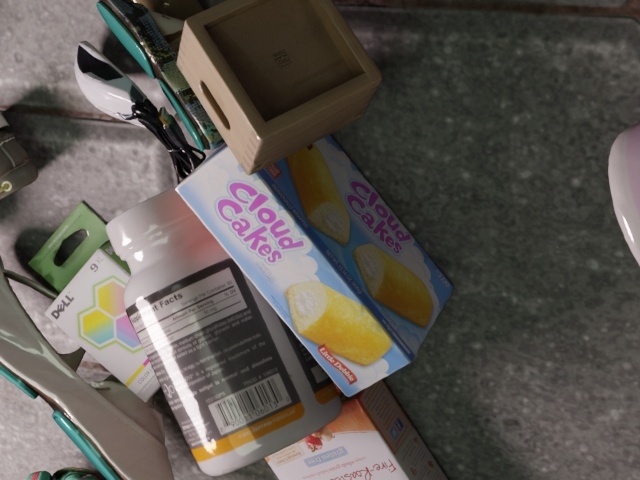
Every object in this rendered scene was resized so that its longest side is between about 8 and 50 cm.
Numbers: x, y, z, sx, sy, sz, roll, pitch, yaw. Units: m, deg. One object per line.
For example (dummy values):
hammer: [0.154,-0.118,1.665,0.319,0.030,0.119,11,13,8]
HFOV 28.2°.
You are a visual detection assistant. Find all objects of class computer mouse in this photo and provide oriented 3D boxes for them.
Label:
computer mouse: [-0.193,-0.134,1.268,0.193,0.042,0.106,41,174,38]

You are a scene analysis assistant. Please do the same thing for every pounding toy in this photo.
pounding toy: [-0.021,-0.188,1.145,0.181,0.206,0.094,57,160,11]

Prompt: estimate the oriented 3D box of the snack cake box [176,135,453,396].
snack cake box: [0.000,0.000,1.241,0.089,0.152,0.264,-34,100,34]

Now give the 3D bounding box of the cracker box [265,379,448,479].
cracker box: [0.051,0.272,1.420,0.156,0.067,0.232,-25,105,33]

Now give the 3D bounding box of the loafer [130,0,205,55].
loafer: [-0.140,-0.223,1.240,0.148,0.056,0.050,36,132,3]

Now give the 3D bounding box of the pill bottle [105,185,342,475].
pill bottle: [-0.103,0.085,1.303,0.162,0.162,0.278,-27,86,34]

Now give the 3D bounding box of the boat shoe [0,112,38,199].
boat shoe: [-0.433,-0.024,1.455,0.305,0.109,0.091,-39,92,32]

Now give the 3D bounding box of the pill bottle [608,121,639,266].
pill bottle: [0.398,-0.065,1.010,0.302,0.169,0.169,-23,106,33]

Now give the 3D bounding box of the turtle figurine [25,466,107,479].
turtle figurine: [-0.290,0.337,1.586,0.234,0.118,0.175,14,138,-1]

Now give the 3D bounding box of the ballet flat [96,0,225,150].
ballet flat: [-0.135,-0.168,1.196,0.070,0.070,0.188,-44,77,36]

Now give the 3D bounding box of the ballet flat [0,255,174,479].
ballet flat: [-0.282,0.159,1.477,0.400,0.139,0.139,44,126,-4]

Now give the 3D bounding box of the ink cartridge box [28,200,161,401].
ink cartridge box: [-0.231,0.068,1.426,0.209,0.062,0.109,42,111,-2]
